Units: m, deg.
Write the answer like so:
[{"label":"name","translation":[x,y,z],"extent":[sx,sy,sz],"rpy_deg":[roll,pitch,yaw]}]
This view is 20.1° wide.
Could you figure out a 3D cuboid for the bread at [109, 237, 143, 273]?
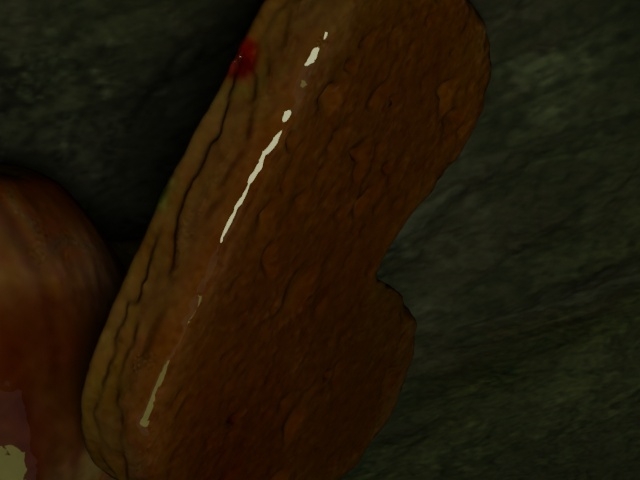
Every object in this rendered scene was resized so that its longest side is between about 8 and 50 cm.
[{"label":"bread","translation":[-0.096,0.080,0.998],"extent":[0.114,0.083,0.211],"rpy_deg":[-8,148,-15]}]

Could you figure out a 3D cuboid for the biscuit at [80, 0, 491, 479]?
[{"label":"biscuit","translation":[-0.002,-0.001,0.839],"extent":[0.262,0.052,0.277],"rpy_deg":[6,111,-63]}]

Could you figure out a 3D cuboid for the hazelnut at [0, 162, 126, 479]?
[{"label":"hazelnut","translation":[-0.181,0.063,0.832],"extent":[0.214,0.214,0.176],"rpy_deg":[-17,175,5]}]
